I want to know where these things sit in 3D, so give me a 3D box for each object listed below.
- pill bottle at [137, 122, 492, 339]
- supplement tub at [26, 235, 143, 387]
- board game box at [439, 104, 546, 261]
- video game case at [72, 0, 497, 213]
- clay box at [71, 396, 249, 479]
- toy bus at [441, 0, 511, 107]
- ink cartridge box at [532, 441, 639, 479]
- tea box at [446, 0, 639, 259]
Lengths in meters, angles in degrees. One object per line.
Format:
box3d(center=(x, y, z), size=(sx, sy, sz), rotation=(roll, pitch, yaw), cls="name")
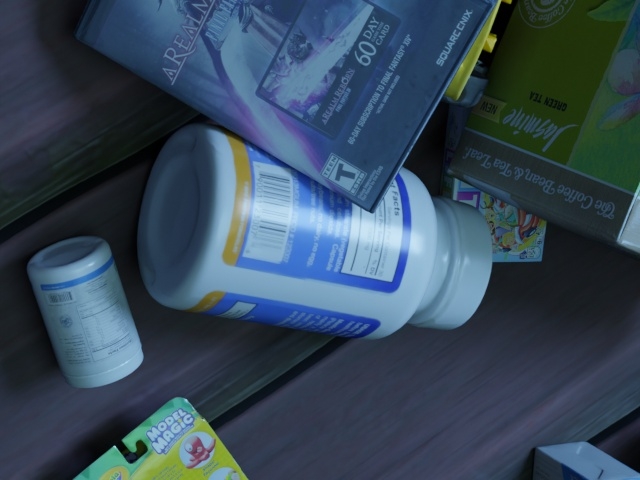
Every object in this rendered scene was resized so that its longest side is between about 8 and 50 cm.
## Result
box3d(center=(0.000, 0.000, 1.494), size=(0.272, 0.152, 0.152), rotation=(11, 99, -29), cls="pill bottle")
box3d(center=(-0.190, 0.057, 1.461), size=(0.071, 0.071, 0.107), rotation=(-23, 114, -19), cls="supplement tub")
box3d(center=(0.159, -0.057, 1.629), size=(0.103, 0.026, 0.154), rotation=(-1, 104, -26), cls="board game box")
box3d(center=(-0.031, -0.169, 1.372), size=(0.274, 0.026, 0.196), rotation=(30, 115, 1), cls="video game case")
box3d(center=(-0.116, 0.241, 1.558), size=(0.127, 0.053, 0.222), rotation=(-39, 116, -12), cls="clay box")
box3d(center=(0.057, -0.214, 1.465), size=(0.211, 0.220, 0.149), rotation=(20, 102, 3), cls="toy bus")
box3d(center=(0.249, 0.295, 1.726), size=(0.061, 0.104, 0.181), rotation=(-4, 106, -25), cls="ink cartridge box")
box3d(center=(0.339, -0.130, 1.557), size=(0.329, 0.220, 0.324), rotation=(21, 93, -41), cls="tea box")
